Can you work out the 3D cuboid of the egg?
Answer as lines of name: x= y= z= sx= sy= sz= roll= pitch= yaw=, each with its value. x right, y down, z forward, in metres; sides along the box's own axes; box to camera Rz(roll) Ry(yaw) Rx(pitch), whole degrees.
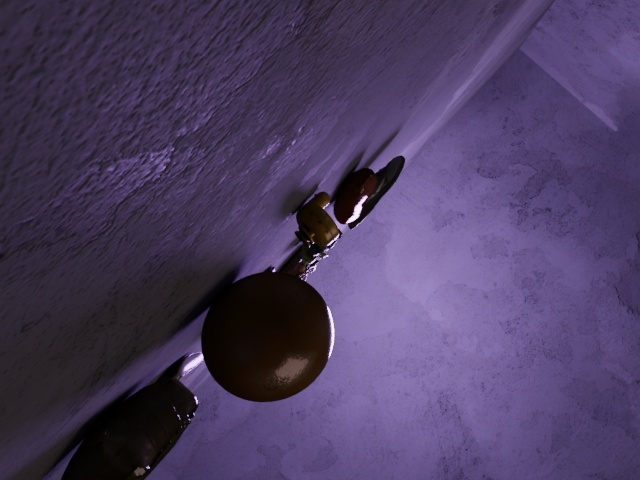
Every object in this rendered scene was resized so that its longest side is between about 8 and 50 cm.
egg: x=-0.115 y=0.211 z=1.412 sx=0.282 sy=0.283 sz=0.351 roll=-48 pitch=175 yaw=12

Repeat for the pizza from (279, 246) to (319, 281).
pizza: x=-0.094 y=0.122 z=2.175 sx=0.305 sy=0.085 sz=0.161 roll=-48 pitch=177 yaw=37

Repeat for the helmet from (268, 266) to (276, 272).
helmet: x=-0.164 y=0.208 z=1.865 sx=0.198 sy=0.154 sz=0.253 roll=-43 pitch=179 yaw=-35

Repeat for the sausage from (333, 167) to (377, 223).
sausage: x=0.089 y=-0.119 z=1.774 sx=0.089 sy=0.083 sz=0.300 roll=-39 pitch=171 yaw=-18

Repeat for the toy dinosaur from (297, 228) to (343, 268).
toy dinosaur: x=0.000 y=0.000 z=1.998 sx=0.153 sy=0.094 sz=0.259 roll=-48 pitch=-176 yaw=13

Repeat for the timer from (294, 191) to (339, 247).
timer: x=0.000 y=-0.044 z=1.415 sx=0.109 sy=0.107 sz=0.107 roll=-42 pitch=175 yaw=-14

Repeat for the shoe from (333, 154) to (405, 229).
shoe: x=0.155 y=-0.161 z=1.959 sx=0.275 sy=0.098 sz=0.103 roll=-49 pitch=-176 yaw=-4

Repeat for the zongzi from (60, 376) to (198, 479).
zongzi: x=-0.457 y=0.492 z=1.453 sx=0.360 sy=0.160 sz=0.323 roll=-49 pitch=174 yaw=22

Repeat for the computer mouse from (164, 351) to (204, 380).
computer mouse: x=-0.382 y=0.360 z=1.756 sx=0.102 sy=0.045 sz=0.199 roll=-47 pitch=176 yaw=13
